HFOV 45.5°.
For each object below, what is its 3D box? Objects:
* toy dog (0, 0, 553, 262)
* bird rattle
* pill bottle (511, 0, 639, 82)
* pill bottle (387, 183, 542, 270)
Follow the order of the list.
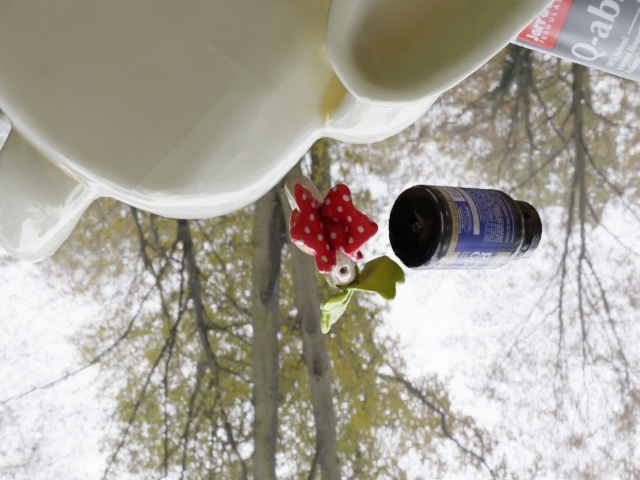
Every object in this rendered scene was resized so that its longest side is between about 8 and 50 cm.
[{"bbox_3d":[-0.035,-0.166,0.526,0.284,0.395,0.408,26,-166,-5],"label":"toy dog"},{"bbox_3d":[0.000,0.000,1.021,0.143,0.253,0.207,-35,-132,0],"label":"bird rattle"},{"bbox_3d":[0.335,-0.323,0.930,0.363,0.210,0.210,19,-140,9],"label":"pill bottle"},{"bbox_3d":[0.217,-0.017,1.116,0.219,0.123,0.123,1,-156,-34],"label":"pill bottle"}]
